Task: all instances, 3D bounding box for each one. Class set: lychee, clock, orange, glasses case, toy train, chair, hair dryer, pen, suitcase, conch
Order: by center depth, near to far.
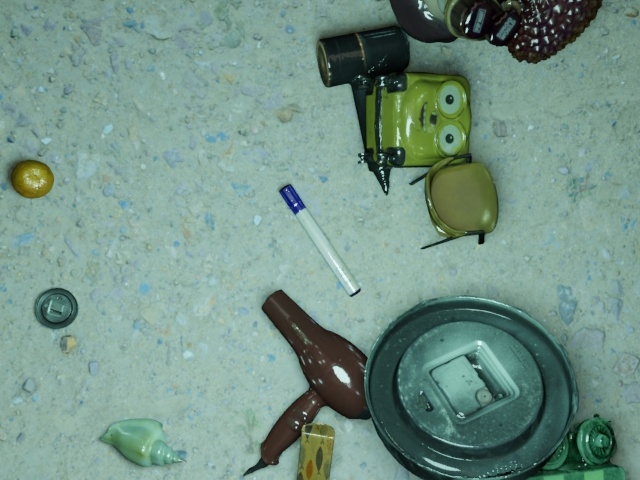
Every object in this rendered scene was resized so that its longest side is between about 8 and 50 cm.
[{"bbox_3d":[0.273,0.276,1.556,0.386,0.076,0.386,-3,50,3],"label":"clock"},{"bbox_3d":[0.448,0.447,1.632,0.299,0.167,0.238,3,83,-24],"label":"toy train"},{"bbox_3d":[-0.011,0.434,1.634,0.064,0.041,0.170,8,116,5],"label":"glasses case"},{"bbox_3d":[-0.342,0.396,1.646,0.180,0.065,0.088,19,81,8],"label":"conch"},{"bbox_3d":[-0.072,0.311,1.674,0.312,0.123,0.340,42,91,7],"label":"hair dryer"},{"bbox_3d":[0.267,-0.076,1.680,0.172,0.247,0.159,-7,82,-7],"label":"chair"},{"bbox_3d":[0.198,-0.242,1.697,0.234,0.143,0.194,-5,97,-29],"label":"suitcase"},{"bbox_3d":[-0.531,0.138,1.699,0.085,0.017,0.085,1,81,-5],"label":"clock"},{"bbox_3d":[-0.586,-0.124,1.712,0.083,0.070,0.083,4,79,-20],"label":"orange"},{"bbox_3d":[0.000,0.000,1.755,0.033,0.033,0.269,-34,84,-9],"label":"pen"},{"bbox_3d":[0.471,-0.506,1.781,0.271,0.271,0.272,1,81,-4],"label":"lychee"},{"bbox_3d":[0.122,-0.271,1.789,0.189,0.107,0.352,-13,90,-8],"label":"hair dryer"}]

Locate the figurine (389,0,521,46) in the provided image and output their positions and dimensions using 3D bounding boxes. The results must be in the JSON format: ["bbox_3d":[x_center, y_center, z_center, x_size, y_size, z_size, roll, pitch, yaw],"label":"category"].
[{"bbox_3d":[0.271,-0.501,1.698,0.218,0.365,0.206,-3,105,-16],"label":"figurine"}]
